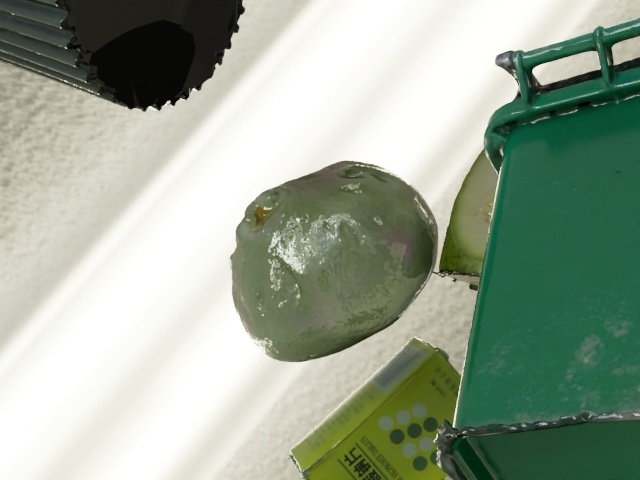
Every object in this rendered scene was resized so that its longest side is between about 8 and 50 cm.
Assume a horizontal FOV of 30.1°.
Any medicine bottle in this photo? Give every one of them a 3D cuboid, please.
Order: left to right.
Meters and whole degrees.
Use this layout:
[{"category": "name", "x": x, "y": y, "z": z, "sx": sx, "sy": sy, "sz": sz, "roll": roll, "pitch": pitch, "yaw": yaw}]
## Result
[{"category": "medicine bottle", "x": 0.094, "y": 0.260, "z": 1.573, "sx": 0.250, "sy": 0.141, "sz": 0.137, "roll": -42, "pitch": -80, "yaw": -4}]

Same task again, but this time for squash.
[{"category": "squash", "x": 0.250, "y": -0.061, "z": 1.368, "sx": 0.189, "sy": 0.189, "sz": 0.261, "roll": 19, "pitch": -95, "yaw": -36}]

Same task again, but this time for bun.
[{"category": "bun", "x": 0.000, "y": 0.000, "z": 1.447, "sx": 0.283, "sy": 0.283, "sz": 0.179, "roll": -45, "pitch": -55, "yaw": -18}]

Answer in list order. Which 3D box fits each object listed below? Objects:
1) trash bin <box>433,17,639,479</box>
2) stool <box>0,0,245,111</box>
[{"category": "trash bin", "x": 0.240, "y": 0.040, "z": 0.882, "sx": 0.295, "sy": 0.259, "sz": 0.381, "roll": 56, "pitch": -142, "yaw": -29}, {"category": "stool", "x": -0.298, "y": -0.323, "z": 1.379, "sx": 0.297, "sy": 0.330, "sz": 0.297, "roll": -27, "pitch": -55, "yaw": -47}]
